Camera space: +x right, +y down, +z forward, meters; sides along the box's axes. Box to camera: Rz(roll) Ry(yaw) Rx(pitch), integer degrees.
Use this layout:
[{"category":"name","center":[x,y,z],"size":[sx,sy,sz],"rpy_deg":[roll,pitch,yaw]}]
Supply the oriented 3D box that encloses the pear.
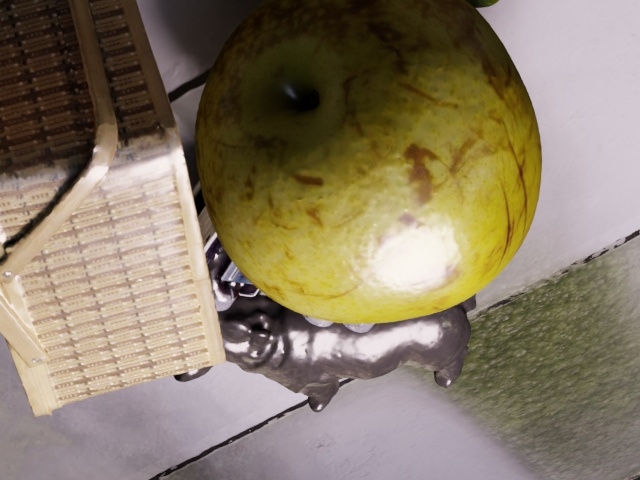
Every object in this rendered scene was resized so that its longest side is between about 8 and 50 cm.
[{"category":"pear","center":[0.040,-0.070,1.257],"size":[0.283,0.283,0.283],"rpy_deg":[-11,143,-8]}]

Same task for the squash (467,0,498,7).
[{"category":"squash","center":[0.084,-0.250,1.213],"size":[0.066,0.066,0.229],"rpy_deg":[-29,141,16]}]

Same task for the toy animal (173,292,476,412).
[{"category":"toy animal","center":[-0.016,0.090,1.576],"size":[0.343,0.106,0.168],"rpy_deg":[-1,141,-15]}]

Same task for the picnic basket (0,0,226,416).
[{"category":"picnic basket","center":[-0.196,-0.046,1.231],"size":[0.175,0.228,0.313],"rpy_deg":[-15,144,-7]}]

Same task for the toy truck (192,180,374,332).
[{"category":"toy truck","center":[0.000,0.000,1.449],"size":[0.253,0.124,0.114],"rpy_deg":[9,135,-28]}]
